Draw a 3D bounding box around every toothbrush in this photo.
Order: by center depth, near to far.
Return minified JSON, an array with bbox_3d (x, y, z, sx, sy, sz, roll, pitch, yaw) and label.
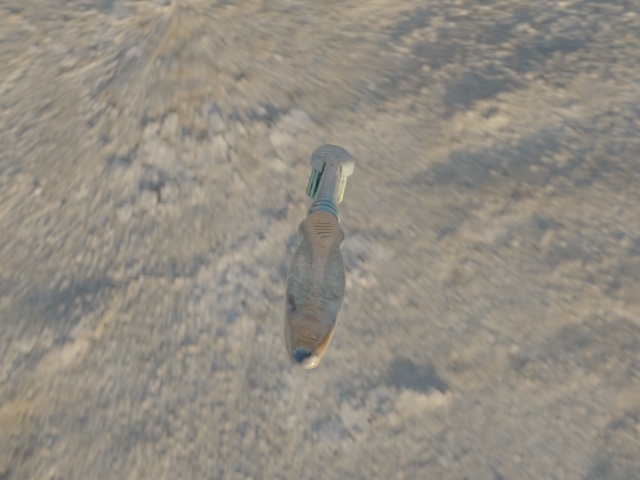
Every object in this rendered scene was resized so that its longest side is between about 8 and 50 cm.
[{"bbox_3d":[0.000,0.000,0.958,0.028,0.375,0.037,15,104,-2],"label":"toothbrush"}]
